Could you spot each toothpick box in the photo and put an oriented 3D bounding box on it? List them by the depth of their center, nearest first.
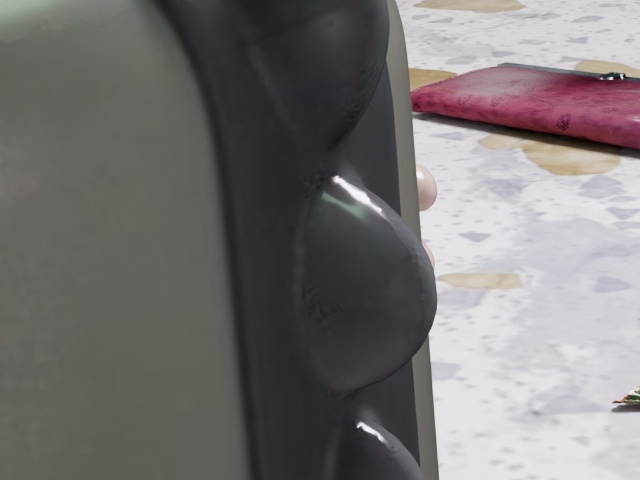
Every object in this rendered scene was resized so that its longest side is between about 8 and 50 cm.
[{"bbox_3d":[-0.065,0.035,0.428,0.229,0.316,0.229,-3,19,1],"label":"toothpick box"}]

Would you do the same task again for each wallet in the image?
[{"bbox_3d":[0.181,-0.099,1.237,0.119,0.025,0.232,-21,23,-38],"label":"wallet"}]

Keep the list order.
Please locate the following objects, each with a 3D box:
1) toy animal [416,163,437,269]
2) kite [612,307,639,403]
[{"bbox_3d":[-0.002,-0.001,0.843,0.124,0.124,0.212,-3,15,5],"label":"toy animal"},{"bbox_3d":[0.213,0.049,0.804,0.190,0.010,0.159,-20,23,-41],"label":"kite"}]
